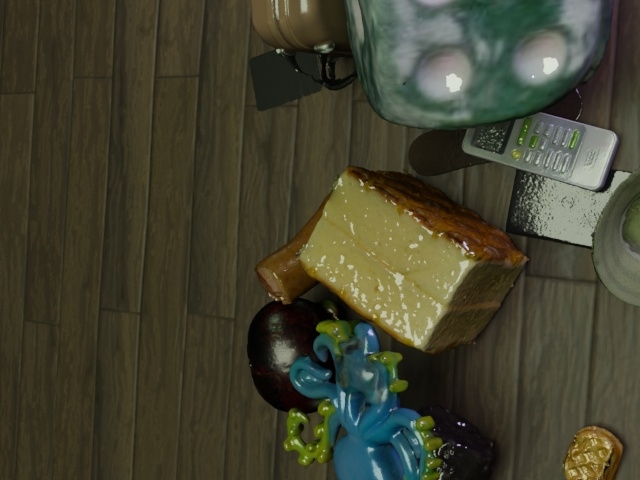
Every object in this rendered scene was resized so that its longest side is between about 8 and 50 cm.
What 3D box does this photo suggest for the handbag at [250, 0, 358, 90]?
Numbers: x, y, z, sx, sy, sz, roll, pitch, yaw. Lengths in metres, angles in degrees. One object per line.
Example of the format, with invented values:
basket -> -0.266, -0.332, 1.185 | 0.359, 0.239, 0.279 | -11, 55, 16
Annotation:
handbag -> 0.010, -0.403, 1.695 | 0.149, 0.302, 0.283 | 1, 96, 34

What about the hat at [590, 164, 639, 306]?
hat -> 0.503, -0.030, 1.489 | 0.252, 0.252, 0.110 | -65, 19, 14

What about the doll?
doll -> 0.076, 0.295, 1.566 | 0.346, 0.099, 0.341 | 15, 108, 47

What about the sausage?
sausage -> 0.002, 0.000, 1.750 | 0.109, 0.109, 0.270 | 30, 66, 28

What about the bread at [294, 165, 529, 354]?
bread -> 0.157, 0.030, 1.617 | 0.279, 0.279, 0.207 | 35, 105, 24

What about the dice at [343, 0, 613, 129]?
dice -> 0.219, -0.376, 1.476 | 0.348, 0.330, 0.327 | -10, 119, -3

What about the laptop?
laptop -> 0.409, -0.061, 1.612 | 0.197, 0.016, 0.135 | 13, 95, 30

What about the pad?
pad -> -0.069, -0.325, 1.909 | 0.157, 0.003, 0.112 | -14, 83, 31

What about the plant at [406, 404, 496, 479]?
plant -> 0.166, 0.450, 1.673 | 0.182, 0.194, 0.320 | 40, 106, 38

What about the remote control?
remote control -> 0.361, -0.160, 1.617 | 0.250, 0.034, 0.103 | 22, 95, 30

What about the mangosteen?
mangosteen -> -0.027, 0.210, 1.775 | 0.216, 0.216, 0.216 | 0, 90, 31

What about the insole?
insole -> 0.295, -0.185, 1.685 | 0.328, 0.007, 0.111 | -18, 80, 30

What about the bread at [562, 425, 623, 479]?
bread -> 0.437, 0.353, 1.574 | 0.083, 0.044, 0.110 | 24, 105, 30
